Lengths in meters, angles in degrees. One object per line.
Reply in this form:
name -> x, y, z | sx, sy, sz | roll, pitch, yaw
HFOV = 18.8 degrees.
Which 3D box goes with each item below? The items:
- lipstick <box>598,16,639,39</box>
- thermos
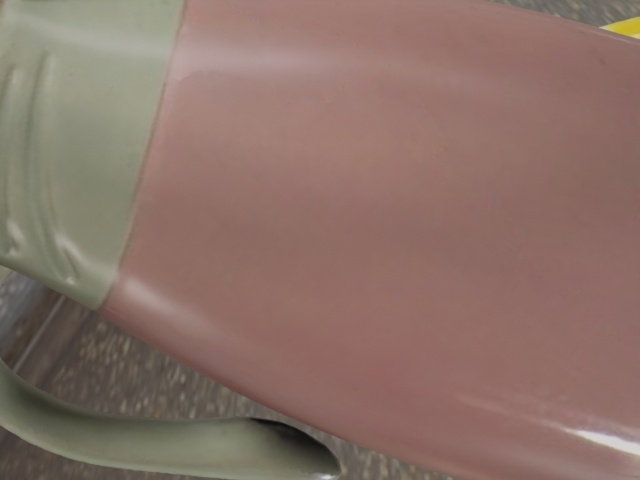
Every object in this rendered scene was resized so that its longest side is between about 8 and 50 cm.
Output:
lipstick -> 0.214, -0.074, 0.683 | 0.264, 0.059, 0.059 | -13, 104, 12
thermos -> 0.000, 0.000, 0.574 | 0.265, 0.146, 0.176 | 14, 113, -10
